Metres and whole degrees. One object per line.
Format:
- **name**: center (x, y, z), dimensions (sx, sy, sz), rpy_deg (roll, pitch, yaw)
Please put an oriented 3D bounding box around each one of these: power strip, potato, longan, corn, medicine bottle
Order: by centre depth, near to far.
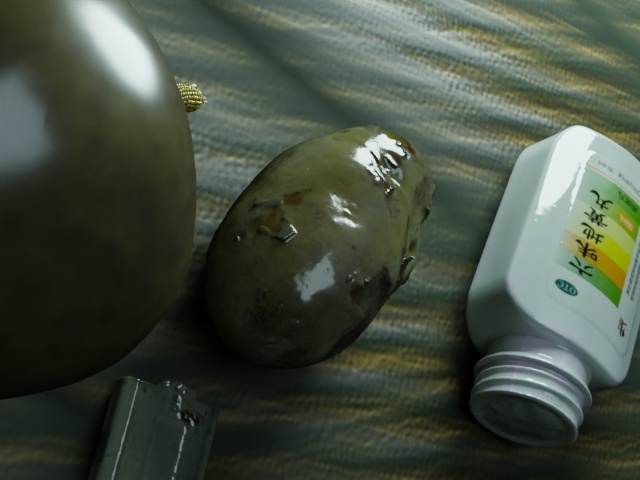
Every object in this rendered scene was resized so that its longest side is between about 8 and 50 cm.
- **longan**: center (-0.226, -0.043, 0.712), dimensions (0.319, 0.319, 0.319), rpy_deg (12, 69, -33)
- **power strip**: center (-0.147, 0.237, 0.849), dimensions (0.092, 0.034, 0.268), rpy_deg (25, 62, -28)
- **potato**: center (0.000, 0.000, 0.960), dimensions (0.262, 0.165, 0.165), rpy_deg (-40, 100, -41)
- **corn**: center (-0.139, -0.127, 0.976), dimensions (0.083, 0.028, 0.027), rpy_deg (-1, 82, -32)
- **medicine bottle**: center (0.251, 0.050, 1.145), dimensions (0.179, 0.124, 0.324), rpy_deg (38, 58, -20)
